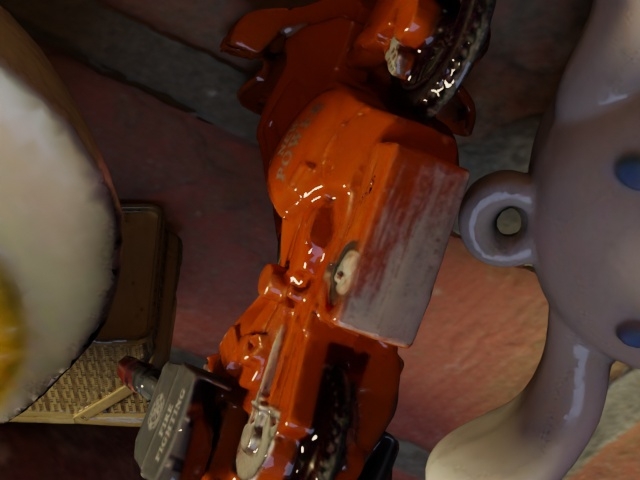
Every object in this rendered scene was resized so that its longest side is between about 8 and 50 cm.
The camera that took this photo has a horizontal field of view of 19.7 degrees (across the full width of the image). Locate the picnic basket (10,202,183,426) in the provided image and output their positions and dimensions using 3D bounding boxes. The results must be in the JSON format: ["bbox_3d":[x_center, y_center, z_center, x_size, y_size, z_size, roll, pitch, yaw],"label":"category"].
[{"bbox_3d":[-0.167,0.044,1.109,0.164,0.115,0.079,1,139,3],"label":"picnic basket"}]

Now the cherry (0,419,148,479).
[{"bbox_3d":[-0.202,0.190,1.193,0.236,0.213,0.285,-33,165,20],"label":"cherry"}]

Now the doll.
[{"bbox_3d":[0.255,0.008,0.990,0.365,0.187,0.376,7,135,-6],"label":"doll"}]

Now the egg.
[{"bbox_3d":[-0.266,-0.051,0.956,0.337,0.201,0.337,-2,132,-2],"label":"egg"}]

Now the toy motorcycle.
[{"bbox_3d":[0.000,0.000,0.957,0.148,0.221,0.326,20,89,-20],"label":"toy motorcycle"}]
